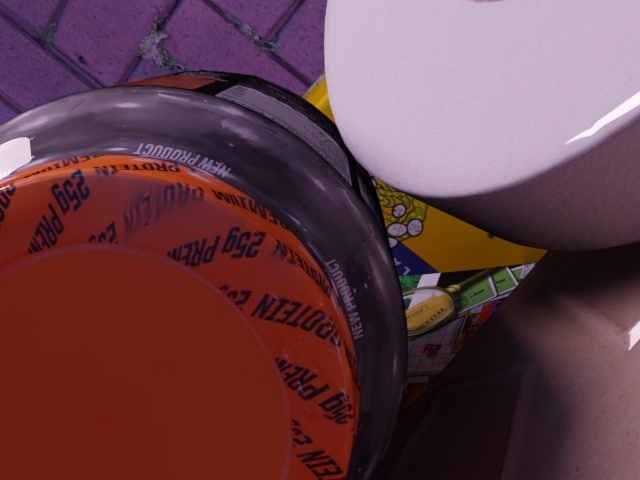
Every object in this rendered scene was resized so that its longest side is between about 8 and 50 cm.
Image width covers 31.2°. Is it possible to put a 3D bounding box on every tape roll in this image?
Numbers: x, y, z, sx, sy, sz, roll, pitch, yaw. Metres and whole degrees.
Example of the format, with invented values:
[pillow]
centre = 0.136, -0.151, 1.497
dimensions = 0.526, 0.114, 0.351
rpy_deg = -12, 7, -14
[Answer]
[tape roll]
centre = 0.138, -0.186, 0.500
dimensions = 0.392, 0.072, 0.392
rpy_deg = -42, 36, 40

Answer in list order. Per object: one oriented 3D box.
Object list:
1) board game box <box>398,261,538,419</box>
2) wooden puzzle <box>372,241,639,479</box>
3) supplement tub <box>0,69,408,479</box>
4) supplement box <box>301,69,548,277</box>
[board game box]
centre = 0.047, 0.102, 0.652
dimensions = 0.136, 0.030, 0.260
rpy_deg = -10, 30, 27
[wooden puzzle]
centre = 0.125, 0.071, 0.412
dimensions = 0.348, 0.080, 0.322
rpy_deg = -44, 11, 3
[supplement tub]
centre = -0.067, 0.028, 0.530
dimensions = 0.207, 0.207, 0.338
rpy_deg = -50, 5, 9
[supplement box]
centre = 0.141, -0.129, 0.795
dimensions = 0.356, 0.195, 0.194
rpy_deg = -48, 9, 26
